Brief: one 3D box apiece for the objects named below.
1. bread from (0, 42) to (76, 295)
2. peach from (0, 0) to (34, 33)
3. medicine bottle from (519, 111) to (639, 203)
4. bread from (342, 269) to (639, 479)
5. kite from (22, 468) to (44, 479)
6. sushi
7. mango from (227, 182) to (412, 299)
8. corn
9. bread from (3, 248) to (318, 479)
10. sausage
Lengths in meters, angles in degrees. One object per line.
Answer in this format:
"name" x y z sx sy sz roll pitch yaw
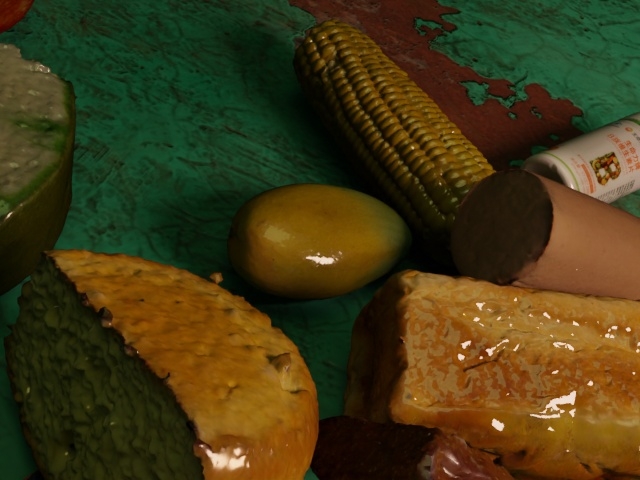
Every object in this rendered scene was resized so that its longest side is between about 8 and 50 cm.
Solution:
"bread" -0.416 -0.091 1.125 0.382 0.129 0.366 -25 57 -34
"peach" -0.426 -0.318 1.298 0.243 0.199 0.243 9 76 -38
"medicine bottle" 0.318 -0.083 1.349 0.183 0.086 0.086 -23 57 -31
"bread" 0.194 0.141 1.058 0.344 0.149 0.195 9 60 -7
"kite" -0.180 0.227 0.930 0.232 0.009 0.189 11 21 -33
"sushi" 0.096 0.267 0.905 0.296 0.179 0.167 47 24 -6
"mango" 0.000 0.000 1.178 0.195 0.092 0.130 1 45 -21
"corn" 0.087 -0.109 1.288 0.120 0.120 0.363 -16 55 -28
"bread" -0.108 0.137 0.930 0.179 0.194 0.340 -3 29 -36
"sausage" 0.257 0.018 1.166 0.253 0.123 0.123 19 37 -38
